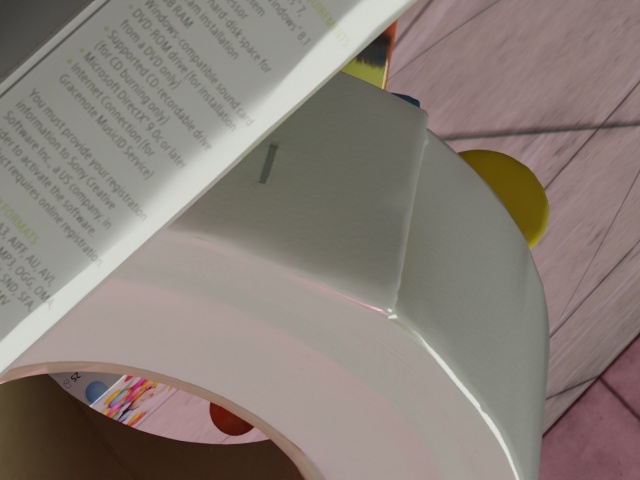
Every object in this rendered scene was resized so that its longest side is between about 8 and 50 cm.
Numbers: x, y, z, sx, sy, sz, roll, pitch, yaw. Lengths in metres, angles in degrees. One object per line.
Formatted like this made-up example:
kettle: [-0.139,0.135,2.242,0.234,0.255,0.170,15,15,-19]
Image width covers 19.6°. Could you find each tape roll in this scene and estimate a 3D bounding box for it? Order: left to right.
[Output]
tape roll: [-0.059,0.061,0.676,0.100,0.286,0.286,-76,-167,-46]

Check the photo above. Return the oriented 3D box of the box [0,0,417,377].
box: [-0.134,-0.008,0.498,0.322,0.058,0.232,-41,-155,-5]

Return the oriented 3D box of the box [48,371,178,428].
box: [-0.122,0.084,1.004,0.186,0.038,0.145,-43,170,-5]

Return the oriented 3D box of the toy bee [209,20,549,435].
toy bee: [0.000,0.000,0.792,0.195,0.162,0.298,-7,130,12]
